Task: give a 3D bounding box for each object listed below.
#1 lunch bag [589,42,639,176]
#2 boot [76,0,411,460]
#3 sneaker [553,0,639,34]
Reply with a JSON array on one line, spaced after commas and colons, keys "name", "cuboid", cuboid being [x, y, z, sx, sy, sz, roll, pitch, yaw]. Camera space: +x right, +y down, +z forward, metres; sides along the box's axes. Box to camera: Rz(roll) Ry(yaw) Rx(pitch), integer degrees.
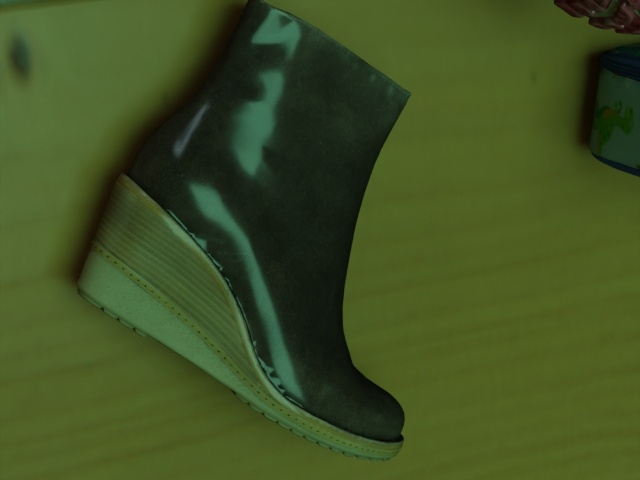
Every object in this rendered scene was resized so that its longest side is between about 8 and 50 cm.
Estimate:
[{"name": "lunch bag", "cuboid": [0.298, -0.076, 1.254, 0.219, 0.176, 0.090, -1, 105, -26]}, {"name": "boot", "cuboid": [0.000, 0.000, 1.174, 0.248, 0.090, 0.207, 34, 89, -26]}, {"name": "sneaker", "cuboid": [0.133, -0.252, 1.120, 0.112, 0.121, 0.299, -33, 95, -20]}]
